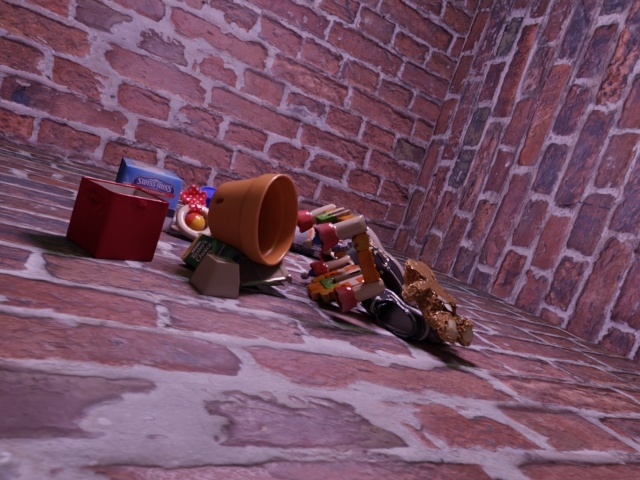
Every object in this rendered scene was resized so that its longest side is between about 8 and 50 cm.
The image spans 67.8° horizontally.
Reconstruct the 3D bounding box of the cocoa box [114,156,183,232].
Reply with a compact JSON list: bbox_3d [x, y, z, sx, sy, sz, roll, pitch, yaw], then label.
[{"bbox_3d":[-0.742,-0.202,2.011,0.232,0.227,0.347,15,7,-28],"label":"cocoa box"}]

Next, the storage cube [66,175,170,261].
[{"bbox_3d":[-0.594,-0.060,1.406,0.184,0.193,0.215,23,7,34],"label":"storage cube"}]

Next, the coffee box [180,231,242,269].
[{"bbox_3d":[-0.345,0.053,1.498,0.184,0.113,0.040,24,-19,36],"label":"coffee box"}]

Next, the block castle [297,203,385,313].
[{"bbox_3d":[0.029,0.050,1.650,0.213,0.302,0.453,-19,14,-9],"label":"block castle"}]

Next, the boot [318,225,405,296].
[{"bbox_3d":[0.189,0.126,2.084,0.284,0.138,0.377,-23,74,-35],"label":"boot"}]

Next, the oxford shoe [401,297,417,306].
[{"bbox_3d":[0.401,0.248,2.162,0.076,0.076,0.212,58,3,-23],"label":"oxford shoe"}]

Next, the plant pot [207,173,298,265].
[{"bbox_3d":[-0.221,-0.079,1.530,0.204,0.290,0.291,10,3,21],"label":"plant pot"}]

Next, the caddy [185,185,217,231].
[{"bbox_3d":[-0.478,-0.111,2.242,0.241,0.179,0.341,48,20,28],"label":"caddy"}]

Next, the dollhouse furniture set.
[{"bbox_3d":[-0.242,0.098,1.628,0.198,0.151,0.301,-4,38,-28],"label":"dollhouse furniture set"}]

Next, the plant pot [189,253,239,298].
[{"bbox_3d":[-0.291,0.097,1.357,0.109,0.096,0.109,14,8,-40],"label":"plant pot"}]

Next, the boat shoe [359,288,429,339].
[{"bbox_3d":[0.225,0.231,1.596,0.303,0.114,0.091,24,3,43],"label":"boat shoe"}]

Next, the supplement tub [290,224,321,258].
[{"bbox_3d":[0.000,0.000,2.535,0.317,0.193,0.193,17,7,-10],"label":"supplement tub"}]

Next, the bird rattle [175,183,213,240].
[{"bbox_3d":[-0.498,-0.098,1.957,0.253,0.143,0.207,48,45,-7],"label":"bird rattle"}]

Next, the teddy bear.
[{"bbox_3d":[0.363,0.214,1.550,0.245,0.113,0.338,-1,43,-51],"label":"teddy bear"}]

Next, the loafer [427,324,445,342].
[{"bbox_3d":[0.384,0.306,1.648,0.096,0.084,0.267,49,16,2],"label":"loafer"}]
